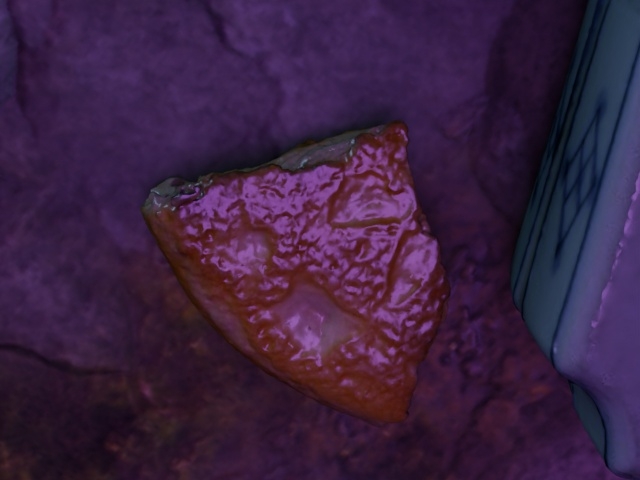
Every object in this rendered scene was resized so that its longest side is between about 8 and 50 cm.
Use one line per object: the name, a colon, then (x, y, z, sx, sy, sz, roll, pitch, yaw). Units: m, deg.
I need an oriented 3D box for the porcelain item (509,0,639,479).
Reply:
porcelain item: (0.254, -0.016, 0.813, 0.281, 0.157, 0.286, 10, 111, -6)

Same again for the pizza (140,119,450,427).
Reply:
pizza: (0.000, 0.000, 0.854, 0.182, 0.062, 0.161, 31, 112, -10)
